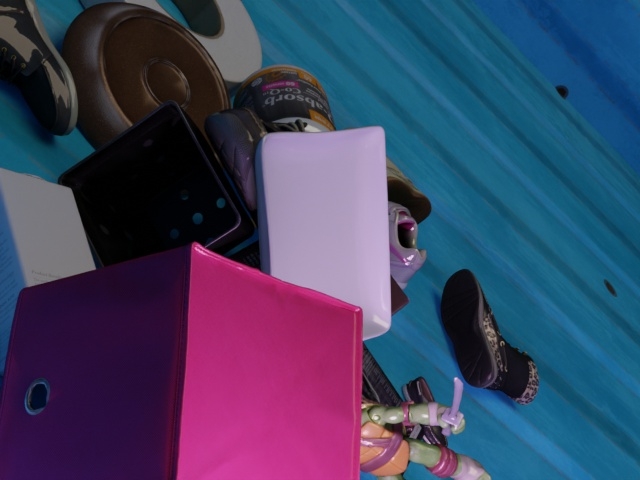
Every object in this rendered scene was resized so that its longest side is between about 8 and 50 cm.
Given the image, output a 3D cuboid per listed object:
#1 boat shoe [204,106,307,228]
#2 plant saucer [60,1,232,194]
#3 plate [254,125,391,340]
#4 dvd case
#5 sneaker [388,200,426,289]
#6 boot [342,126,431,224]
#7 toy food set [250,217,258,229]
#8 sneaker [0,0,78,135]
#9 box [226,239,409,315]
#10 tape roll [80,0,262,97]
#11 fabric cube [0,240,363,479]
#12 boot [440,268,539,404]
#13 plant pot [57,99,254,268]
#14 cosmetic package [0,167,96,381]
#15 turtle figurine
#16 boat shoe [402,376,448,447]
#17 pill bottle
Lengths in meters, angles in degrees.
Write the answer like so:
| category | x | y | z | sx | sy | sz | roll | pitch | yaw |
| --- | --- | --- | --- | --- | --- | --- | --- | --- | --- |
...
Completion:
| category | x | y | z | sx | sy | sz | roll | pitch | yaw |
| --- | --- | --- | --- | --- | --- | --- | --- | --- | --- |
| boat shoe | -0.062 | -0.112 | 1.640 | 0.132 | 0.130 | 0.355 | 60 | -3 | 10 |
| plant saucer | -0.235 | -0.218 | 1.803 | 0.310 | 0.050 | 0.310 | 25 | 51 | -36 |
| plate | 0.000 | 0.000 | 1.544 | 0.277 | 0.045 | 0.278 | -12 | 101 | -57 |
| dvd case | 0.071 | 0.236 | 1.843 | 0.221 | 0.018 | 0.164 | 55 | 25 | -5 |
| sneaker | 0.109 | -0.031 | 2.154 | 0.103 | 0.111 | 0.252 | 3 | 54 | -58 |
| boot | 0.120 | -0.119 | 2.327 | 0.165 | 0.077 | 0.213 | 55 | 10 | 32 |
| toy food set | -0.069 | 0.068 | 1.828 | 0.132 | 0.038 | 0.192 | 21 | 51 | -40 |
| sneaker | -0.405 | -0.227 | 1.605 | 0.118 | 0.083 | 0.222 | -19 | 79 | -45 |
| box | -0.053 | 0.095 | 1.648 | 0.191 | 0.143 | 0.381 | 54 | 34 | 4 |
| tape roll | -0.257 | -0.400 | 2.057 | 0.392 | 0.072 | 0.392 | 38 | 29 | -26 |
| fabric cube | -0.137 | 0.175 | 1.224 | 0.259 | 0.258 | 0.254 | 25 | 61 | -44 |
| boot | 0.309 | 0.181 | 2.258 | 0.178 | 0.085 | 0.236 | 29 | 40 | -44 |
| plant pot | -0.191 | -0.040 | 1.601 | 0.188 | 0.187 | 0.167 | 60 | 11 | 14 |
| cosmetic package | -0.317 | 0.040 | 1.383 | 0.117 | 0.085 | 0.231 | 19 | 39 | -49 |
| turtle figurine | 0.119 | 0.314 | 1.645 | 0.266 | 0.274 | 0.198 | 39 | 62 | -35 |
| boat shoe | 0.173 | 0.274 | 1.957 | 0.046 | 0.038 | 0.125 | 15 | 44 | -52 |
| pill bottle | -0.050 | -0.148 | 1.945 | 0.162 | 0.162 | 0.278 | 37 | 21 | -29 |
